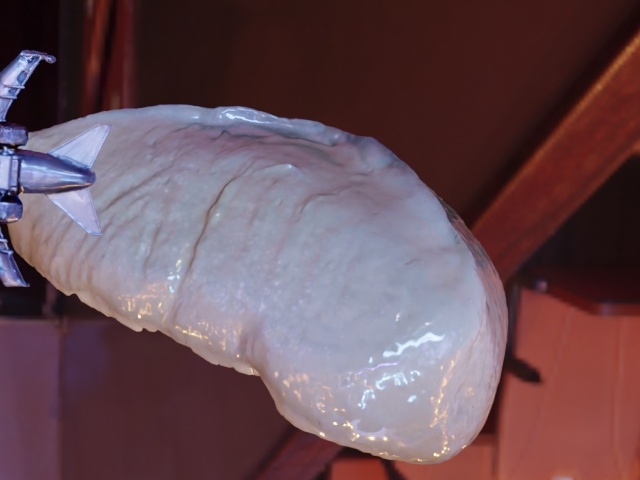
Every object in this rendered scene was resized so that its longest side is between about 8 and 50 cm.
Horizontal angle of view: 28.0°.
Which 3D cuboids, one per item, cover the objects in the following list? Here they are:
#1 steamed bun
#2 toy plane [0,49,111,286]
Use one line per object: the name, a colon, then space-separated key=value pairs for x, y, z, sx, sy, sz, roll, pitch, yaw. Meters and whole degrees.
steamed bun: x=0.006 y=0.007 z=0.549 sx=0.231 sy=0.111 sz=0.212 roll=13 pitch=-168 yaw=-39
toy plane: x=-0.112 y=-0.024 z=0.421 sx=0.083 sy=0.079 sz=0.031 roll=6 pitch=-173 yaw=-5
